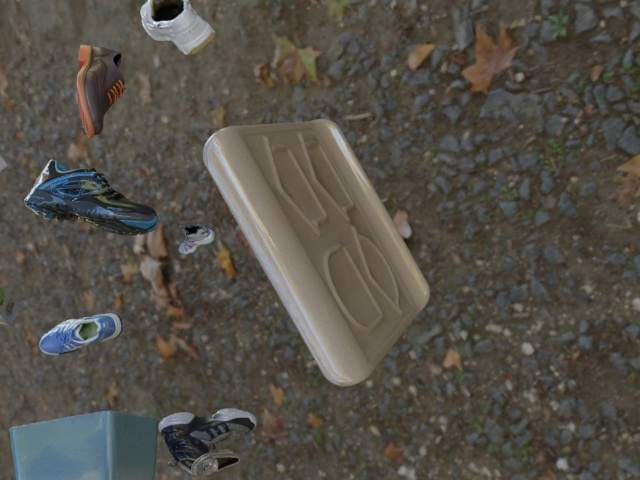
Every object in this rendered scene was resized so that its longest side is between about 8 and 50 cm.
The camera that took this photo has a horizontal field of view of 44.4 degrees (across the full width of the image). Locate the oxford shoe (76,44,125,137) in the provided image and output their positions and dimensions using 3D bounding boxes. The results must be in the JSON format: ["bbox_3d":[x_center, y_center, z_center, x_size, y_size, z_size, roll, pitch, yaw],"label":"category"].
[{"bbox_3d":[-0.476,-0.332,1.707,0.097,0.098,0.272,104,160,-52],"label":"oxford shoe"}]

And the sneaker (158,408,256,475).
[{"bbox_3d":[-0.285,0.531,2.049,0.101,0.268,0.153,-54,42,44],"label":"sneaker"}]

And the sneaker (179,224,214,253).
[{"bbox_3d":[-0.285,-0.010,1.696,0.098,0.069,0.038,-28,46,25],"label":"sneaker"}]

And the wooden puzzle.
[{"bbox_3d":[0.000,0.000,1.016,0.080,0.348,0.322,-30,89,25],"label":"wooden puzzle"}]

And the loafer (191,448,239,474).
[{"bbox_3d":[-0.240,0.513,1.808,0.039,0.125,0.045,12,102,38],"label":"loafer"}]

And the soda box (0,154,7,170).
[{"bbox_3d":[-0.596,-0.083,1.198,0.074,0.216,0.069,36,162,33],"label":"soda box"}]

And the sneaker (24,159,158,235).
[{"bbox_3d":[-0.528,-0.105,1.835,0.340,0.140,0.125,13,162,14],"label":"sneaker"}]

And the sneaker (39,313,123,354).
[{"bbox_3d":[-0.573,0.216,1.835,0.211,0.081,0.080,-20,80,13],"label":"sneaker"}]

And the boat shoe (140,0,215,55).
[{"bbox_3d":[-0.299,-0.451,1.547,0.277,0.098,0.096,36,168,49],"label":"boat shoe"}]

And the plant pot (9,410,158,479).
[{"bbox_3d":[-0.513,0.530,1.735,0.248,0.246,0.253,53,-152,-68],"label":"plant pot"}]

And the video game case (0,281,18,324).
[{"bbox_3d":[-0.798,0.105,1.649,0.244,0.269,0.061,124,157,-70],"label":"video game case"}]
